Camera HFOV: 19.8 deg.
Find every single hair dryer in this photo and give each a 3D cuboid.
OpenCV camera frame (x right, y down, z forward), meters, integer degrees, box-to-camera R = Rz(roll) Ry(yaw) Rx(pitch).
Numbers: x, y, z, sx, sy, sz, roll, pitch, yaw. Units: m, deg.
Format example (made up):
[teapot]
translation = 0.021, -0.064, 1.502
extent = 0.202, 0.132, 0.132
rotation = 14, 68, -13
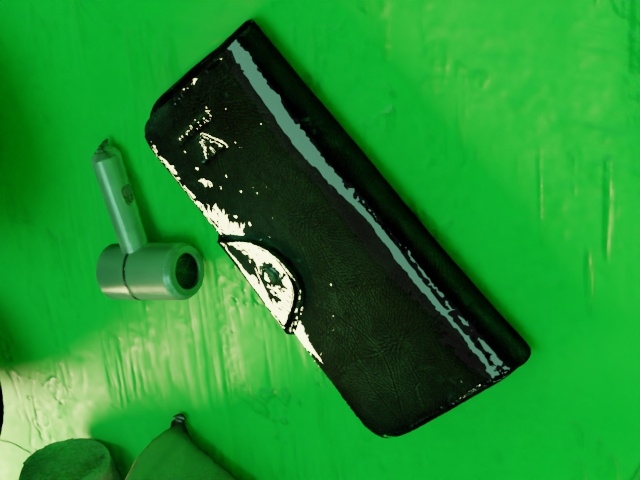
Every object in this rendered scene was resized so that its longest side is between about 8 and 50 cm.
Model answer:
[hair dryer]
translation = -0.149, -0.016, 1.472
extent = 0.082, 0.047, 0.137
rotation = -2, 112, 38

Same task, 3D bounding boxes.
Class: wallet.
[wallet]
translation = 0.000, 0.000, 1.361
extent = 0.318, 0.045, 0.172
rotation = 51, 136, -4

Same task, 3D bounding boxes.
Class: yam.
[yam]
translation = -0.191, 0.310, 1.714
extent = 0.093, 0.093, 0.259
rotation = -1, 121, 39

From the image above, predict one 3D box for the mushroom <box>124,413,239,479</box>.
[mushroom]
translation = -0.099, 0.310, 1.580
extent = 0.236, 0.173, 0.162
rotation = 36, 139, 11

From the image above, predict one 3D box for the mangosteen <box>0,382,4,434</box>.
[mangosteen]
translation = -0.410, 0.148, 1.704
extent = 0.231, 0.231, 0.289
rotation = 58, 175, -13
